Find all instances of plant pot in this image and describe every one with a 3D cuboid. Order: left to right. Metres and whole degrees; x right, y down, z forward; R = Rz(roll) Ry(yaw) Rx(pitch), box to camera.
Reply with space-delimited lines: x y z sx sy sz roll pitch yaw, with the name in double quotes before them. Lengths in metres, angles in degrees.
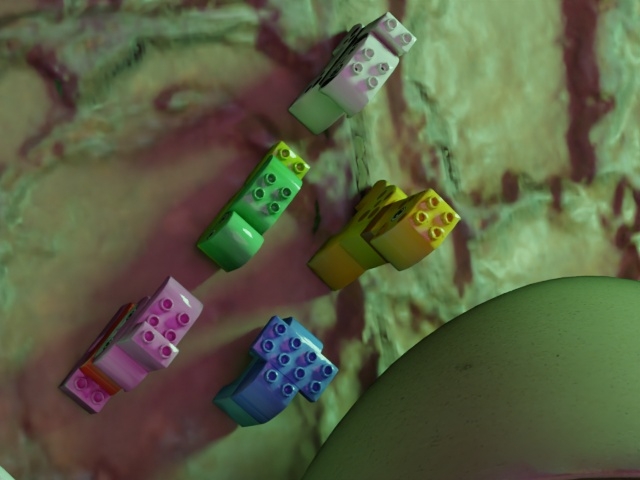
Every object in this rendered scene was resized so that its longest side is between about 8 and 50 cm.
"plant pot" 0.113 0.125 0.691 0.284 0.284 0.191 29 35 -17

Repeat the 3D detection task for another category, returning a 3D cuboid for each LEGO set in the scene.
"LEGO set" 0.000 0.000 0.730 0.087 0.093 0.227 42 67 -13

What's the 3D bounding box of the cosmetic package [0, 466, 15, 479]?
"cosmetic package" -0.297 0.056 0.556 0.385 0.156 0.217 47 66 -9
